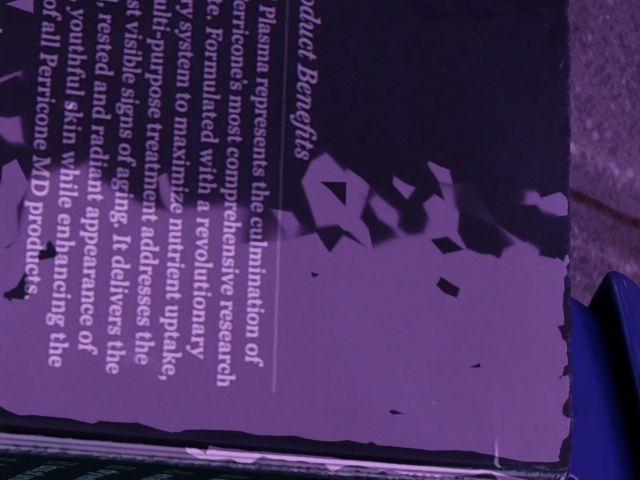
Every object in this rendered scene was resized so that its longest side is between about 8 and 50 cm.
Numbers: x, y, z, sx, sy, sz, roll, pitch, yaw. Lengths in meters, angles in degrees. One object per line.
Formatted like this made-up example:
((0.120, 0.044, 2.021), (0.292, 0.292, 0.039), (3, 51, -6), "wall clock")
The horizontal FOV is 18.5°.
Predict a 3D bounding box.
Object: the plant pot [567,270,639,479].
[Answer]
((0.124, 0.158, 1.340), (0.212, 0.236, 0.236), (0, 54, -12), "plant pot")

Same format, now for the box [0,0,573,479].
((-0.170, 0.016, 1.146), (0.472, 0.480, 0.297), (9, 75, -21), "box")
